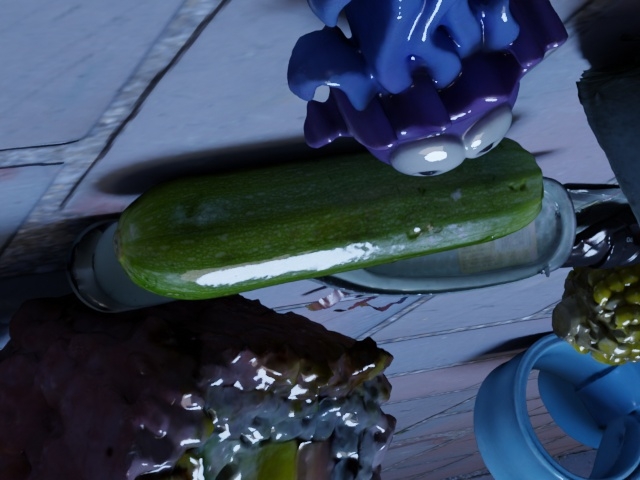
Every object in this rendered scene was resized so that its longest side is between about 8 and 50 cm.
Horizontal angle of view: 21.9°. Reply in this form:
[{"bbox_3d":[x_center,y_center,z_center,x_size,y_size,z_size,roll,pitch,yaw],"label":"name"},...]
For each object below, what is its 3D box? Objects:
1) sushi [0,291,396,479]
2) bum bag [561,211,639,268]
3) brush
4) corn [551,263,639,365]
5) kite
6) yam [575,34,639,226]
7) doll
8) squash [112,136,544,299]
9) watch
[{"bbox_3d":[-0.094,0.137,0.962,0.171,0.236,0.270,26,-166,35],"label":"sushi"},{"bbox_3d":[0.212,0.000,1.137,0.124,0.034,0.058,-11,162,-36],"label":"bum bag"},{"bbox_3d":[0.000,0.000,0.921,0.297,0.068,0.060,-4,-174,-21],"label":"brush"},{"bbox_3d":[0.318,0.027,1.258,0.320,0.097,0.097,-11,167,-23],"label":"corn"},{"bbox_3d":[0.106,0.009,1.142,0.245,0.015,0.141,-23,162,30],"label":"kite"},{"bbox_3d":[0.316,-0.031,0.773,0.348,0.241,0.241,-18,167,8],"label":"yam"},{"bbox_3d":[0.037,-0.076,0.611,0.110,0.067,0.206,-23,156,1],"label":"doll"},{"bbox_3d":[0.007,-0.014,0.836,0.229,0.066,0.066,-10,167,-21],"label":"squash"},{"bbox_3d":[0.262,0.186,1.658,0.193,0.211,0.211,-27,176,-34],"label":"watch"}]
